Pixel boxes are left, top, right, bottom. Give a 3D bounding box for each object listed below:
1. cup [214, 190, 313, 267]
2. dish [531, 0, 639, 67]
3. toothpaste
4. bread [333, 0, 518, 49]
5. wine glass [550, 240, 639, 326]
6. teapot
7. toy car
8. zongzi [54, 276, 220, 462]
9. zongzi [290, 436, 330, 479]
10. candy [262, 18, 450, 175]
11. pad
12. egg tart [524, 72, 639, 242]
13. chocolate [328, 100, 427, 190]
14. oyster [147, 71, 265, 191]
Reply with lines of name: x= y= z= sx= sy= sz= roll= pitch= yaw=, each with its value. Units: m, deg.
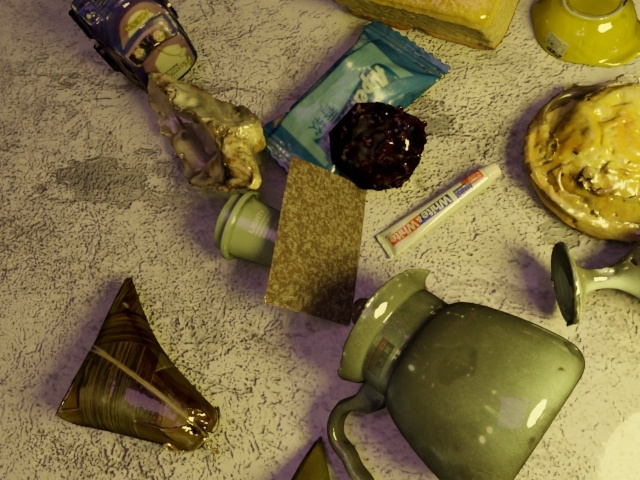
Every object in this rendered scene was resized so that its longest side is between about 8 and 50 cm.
cup: x=-0.084 y=-0.008 z=0.842 sx=0.141 sy=0.120 sz=0.120 roll=20 pitch=76 yaw=10
dish: x=0.446 y=-0.371 z=0.868 sx=0.208 sy=0.080 sz=0.149 roll=33 pitch=81 yaw=23
toothpaste: x=0.189 y=-0.050 z=0.837 sx=0.218 sy=0.033 sz=0.052 roll=-36 pitch=62 yaw=3
bread: x=0.204 y=-0.529 z=0.888 sx=0.324 sy=0.143 sz=0.333 roll=24 pitch=104 yaw=19
wine glass: x=0.439 y=0.041 z=0.693 sx=0.241 sy=0.126 sz=0.126 roll=-8 pitch=69 yaw=9
teapot: x=0.142 y=0.190 z=0.695 sx=0.285 sy=0.305 sz=0.223 roll=35 pitch=37 yaw=29
toy car: x=-0.330 y=-0.385 z=0.978 sx=0.172 sy=0.235 sz=0.158 roll=-42 pitch=79 yaw=-4
zongzi: x=-0.243 y=0.184 z=0.813 sx=0.248 sy=0.111 sz=0.241 roll=11 pitch=67 yaw=11
zongzi: x=0.017 y=0.398 z=0.620 sx=0.286 sy=0.138 sz=0.300 roll=-4 pitch=50 yaw=46
candy: x=0.046 y=-0.241 z=0.917 sx=0.187 sy=0.077 sz=0.331 roll=43 pitch=86 yaw=16
pad: x=0.000 y=0.000 z=0.811 sx=0.003 sy=0.158 sz=0.235 roll=-16 pitch=60 yaw=52
egg tart: x=0.442 y=-0.139 z=0.768 sx=0.291 sy=0.107 sz=0.290 roll=-4 pitch=70 yaw=11
chocolate: x=0.105 y=-0.155 z=0.810 sx=0.156 sy=0.133 sz=0.156 roll=0 pitch=89 yaw=-11
oyster: x=-0.190 y=-0.179 z=0.904 sx=0.110 sy=0.166 sz=0.341 roll=-21 pitch=35 yaw=-40
